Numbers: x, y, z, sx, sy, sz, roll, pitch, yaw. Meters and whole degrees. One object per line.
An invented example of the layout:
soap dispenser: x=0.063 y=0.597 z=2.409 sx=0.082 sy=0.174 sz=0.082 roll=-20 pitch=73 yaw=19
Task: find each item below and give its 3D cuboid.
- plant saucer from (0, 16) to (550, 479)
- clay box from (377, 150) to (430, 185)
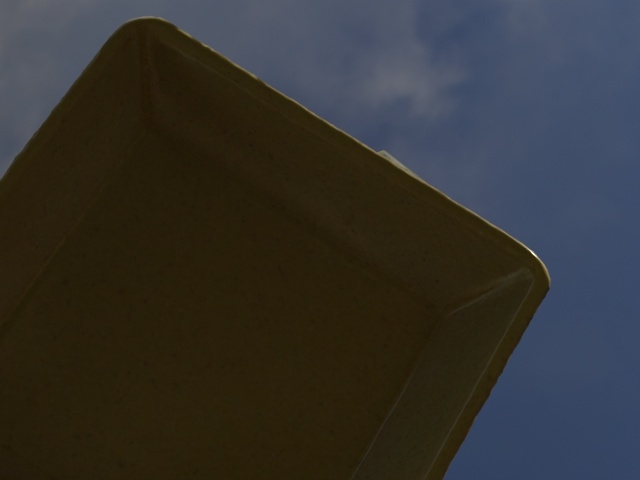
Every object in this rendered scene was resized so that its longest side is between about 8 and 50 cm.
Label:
plant saucer: x=-0.071 y=0.069 z=0.969 sx=0.333 sy=0.081 sz=0.332 roll=32 pitch=-116 yaw=1
clay box: x=0.000 y=0.000 z=1.298 sx=0.222 sy=0.127 sz=0.053 roll=-20 pitch=-50 yaw=-27
